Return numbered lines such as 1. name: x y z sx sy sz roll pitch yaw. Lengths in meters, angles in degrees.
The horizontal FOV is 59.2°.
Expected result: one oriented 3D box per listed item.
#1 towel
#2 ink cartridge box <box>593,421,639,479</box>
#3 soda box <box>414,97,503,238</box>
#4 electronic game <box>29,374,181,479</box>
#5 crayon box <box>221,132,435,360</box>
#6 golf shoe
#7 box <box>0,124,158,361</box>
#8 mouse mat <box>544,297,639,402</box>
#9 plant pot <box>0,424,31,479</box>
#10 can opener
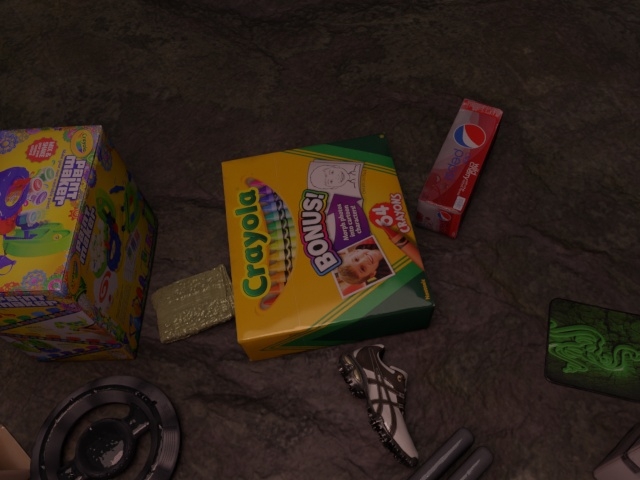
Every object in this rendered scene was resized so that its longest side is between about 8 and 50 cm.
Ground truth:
1. towel: -0.220 0.112 0.988 0.148 0.027 0.110 -22 61 1
2. ink cartridge box: 0.490 0.299 0.685 0.114 0.273 0.197 -35 63 -20
3. soda box: 0.264 -0.139 1.066 0.083 0.092 0.263 20 63 17
4. electronic game: -0.329 0.321 0.868 0.229 0.048 0.229 -1 58 2
5. crayon box: 0.000 0.000 0.998 0.313 0.106 0.363 -10 59 -1
6. golf shoe: 0.107 0.244 0.862 0.093 0.077 0.198 -26 62 -11
7. box: -0.411 0.015 0.924 0.176 0.279 0.290 -2 59 3
8. mouse mat: 0.465 0.177 0.912 0.189 0.007 0.153 10 61 12
9. plant pot: -0.518 0.347 0.842 0.109 0.109 0.096 35 80 22
10. can opener: 0.131 0.372 0.781 0.280 0.093 0.074 -35 62 -21
